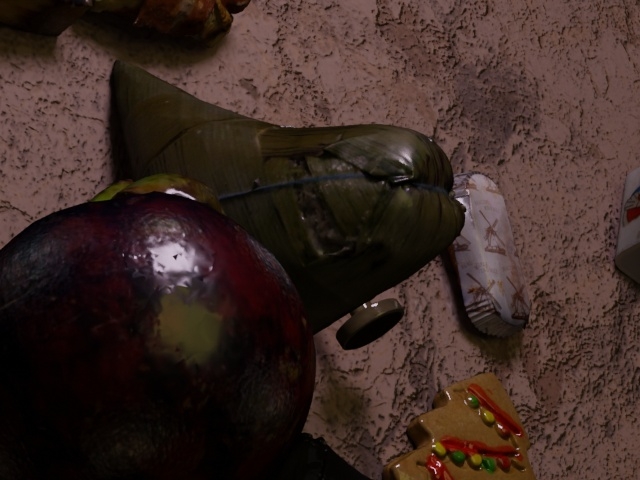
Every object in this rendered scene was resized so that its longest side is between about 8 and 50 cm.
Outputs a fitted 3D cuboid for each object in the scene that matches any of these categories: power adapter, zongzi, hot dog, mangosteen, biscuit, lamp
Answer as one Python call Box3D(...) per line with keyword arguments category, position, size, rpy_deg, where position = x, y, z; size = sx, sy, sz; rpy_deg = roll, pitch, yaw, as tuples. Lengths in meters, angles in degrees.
Box3D(category="power adapter", position=(0.443, -0.047, 2.356), size=(0.125, 0.130, 0.205), rpy_deg=(33, 47, -23))
Box3D(category="zongzi", position=(-0.048, -0.085, 1.799), size=(0.160, 0.323, 0.360), rpy_deg=(11, 53, -52))
Box3D(category="hot dog", position=(-0.157, -0.274, 1.962), size=(0.213, 0.103, 0.146), rpy_deg=(8, 61, -40))
Box3D(category="mangosteen", position=(-0.166, 0.076, 1.612), size=(0.306, 0.306, 0.359), rpy_deg=(7, 54, -40))
Box3D(category="biscuit", position=(0.162, 0.233, 2.004), size=(0.212, 0.041, 0.239), rpy_deg=(32, 49, -22))
Box3D(category="lamp", position=(0.000, 0.000, 1.927), size=(0.121, 0.121, 0.215), rpy_deg=(-12, 63, -45))
Box3D(category="hot dog", position=(0.177, 0.013, 2.133), size=(0.108, 0.059, 0.191), rpy_deg=(4, 65, -43))

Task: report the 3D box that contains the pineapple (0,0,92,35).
Box3D(category="pineapple", position=(-0.294, -0.282, 1.855), size=(0.186, 0.114, 0.236), rpy_deg=(42, 55, -17))

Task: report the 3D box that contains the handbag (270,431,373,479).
Box3D(category="handbag", position=(0.030, 0.323, 1.802), size=(0.223, 0.080, 0.247), rpy_deg=(37, 46, -20))
